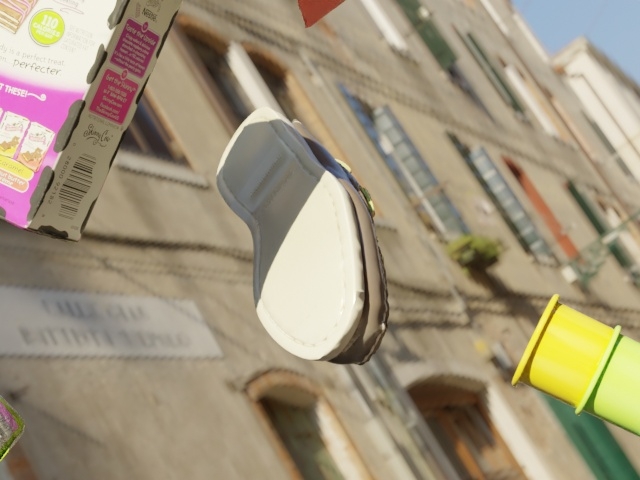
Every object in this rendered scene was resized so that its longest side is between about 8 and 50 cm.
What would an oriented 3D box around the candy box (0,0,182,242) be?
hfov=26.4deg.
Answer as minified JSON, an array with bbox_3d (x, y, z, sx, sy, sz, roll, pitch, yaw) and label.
[{"bbox_3d":[-0.198,-0.136,0.942,0.233,0.159,0.071,-66,-22,2],"label":"candy box"}]

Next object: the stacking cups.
[{"bbox_3d":[0.330,0.157,1.209,0.096,0.316,0.096,-57,-15,-25],"label":"stacking cups"}]

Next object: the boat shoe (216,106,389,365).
[{"bbox_3d":[0.000,0.000,1.100,0.096,0.324,0.117,30,-74,-29],"label":"boat shoe"}]

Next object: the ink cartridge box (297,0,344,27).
[{"bbox_3d":[0.078,-0.271,1.175,0.224,0.056,0.181,-39,-19,-5],"label":"ink cartridge box"}]

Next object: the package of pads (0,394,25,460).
[{"bbox_3d":[-0.569,0.206,1.865,0.229,0.296,0.101,-23,24,44],"label":"package of pads"}]
